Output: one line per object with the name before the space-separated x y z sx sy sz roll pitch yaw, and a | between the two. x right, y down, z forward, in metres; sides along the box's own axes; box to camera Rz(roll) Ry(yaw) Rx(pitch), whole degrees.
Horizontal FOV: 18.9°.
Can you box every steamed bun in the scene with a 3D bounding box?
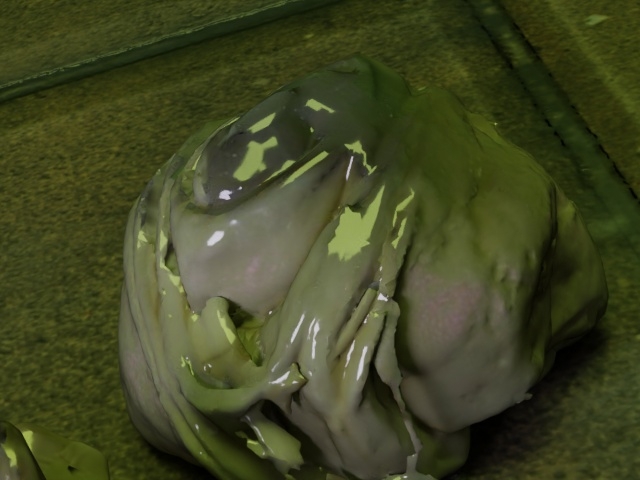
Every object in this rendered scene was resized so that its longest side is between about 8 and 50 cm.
steamed bun | 0.000 0.000 1.084 0.268 0.207 0.280 -31 34 -22

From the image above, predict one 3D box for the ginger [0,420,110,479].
ginger | -0.163 0.209 0.831 0.413 0.211 0.358 0 37 21
